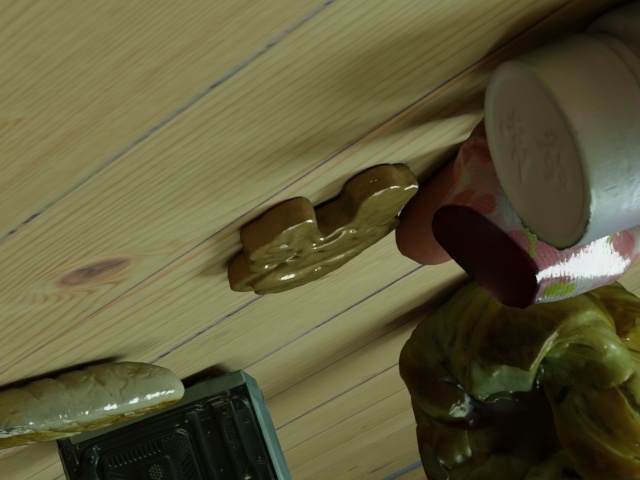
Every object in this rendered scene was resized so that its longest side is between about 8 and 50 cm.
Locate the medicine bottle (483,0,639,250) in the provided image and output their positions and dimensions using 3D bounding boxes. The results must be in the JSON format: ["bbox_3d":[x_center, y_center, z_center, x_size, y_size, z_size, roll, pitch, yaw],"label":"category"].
[{"bbox_3d":[0.245,-0.092,1.285,0.255,0.152,0.152,-19,168,-21],"label":"medicine bottle"}]

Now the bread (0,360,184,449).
[{"bbox_3d":[-0.215,0.138,1.689,0.214,0.053,0.073,-11,161,-38],"label":"bread"}]

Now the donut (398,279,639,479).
[{"bbox_3d":[0.249,0.184,2.181,0.360,0.360,0.170,-33,-179,42],"label":"donut"}]

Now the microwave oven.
[{"bbox_3d":[-0.146,0.236,2.026,0.208,0.162,0.122,-20,169,3],"label":"microwave oven"}]

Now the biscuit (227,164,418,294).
[{"bbox_3d":[-0.003,0.001,1.535,0.144,0.040,0.236,-16,166,-10],"label":"biscuit"}]

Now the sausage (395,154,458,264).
[{"bbox_3d":[0.107,-0.026,1.543,0.062,0.062,0.154,-18,167,-27],"label":"sausage"}]

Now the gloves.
[{"bbox_3d":[0.186,-0.053,1.401,0.241,0.145,0.126,-46,152,-31],"label":"gloves"}]
